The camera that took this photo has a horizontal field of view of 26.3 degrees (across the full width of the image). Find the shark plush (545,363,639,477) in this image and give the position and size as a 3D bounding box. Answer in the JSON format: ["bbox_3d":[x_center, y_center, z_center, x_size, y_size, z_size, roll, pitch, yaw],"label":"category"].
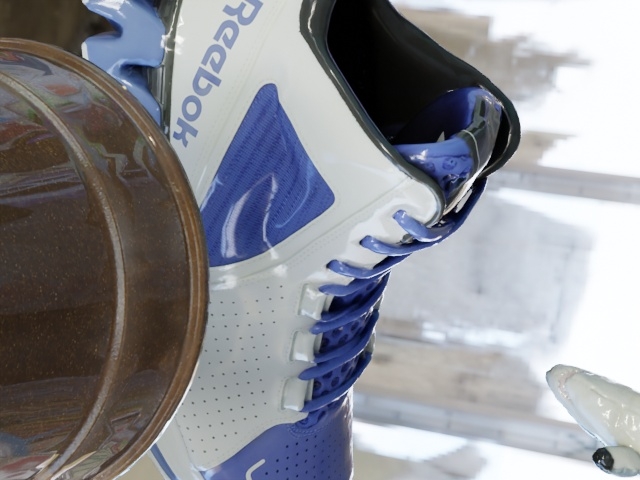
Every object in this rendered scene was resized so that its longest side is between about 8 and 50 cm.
[{"bbox_3d":[0.207,0.119,0.804,0.067,0.161,0.073,-4,61,67],"label":"shark plush"}]

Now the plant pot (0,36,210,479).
[{"bbox_3d":[-0.145,0.018,0.408,0.165,0.167,0.167,-11,-72,-66],"label":"plant pot"}]

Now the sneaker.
[{"bbox_3d":[0.000,-0.001,0.655,0.127,0.182,0.315,-35,-57,-51],"label":"sneaker"}]
